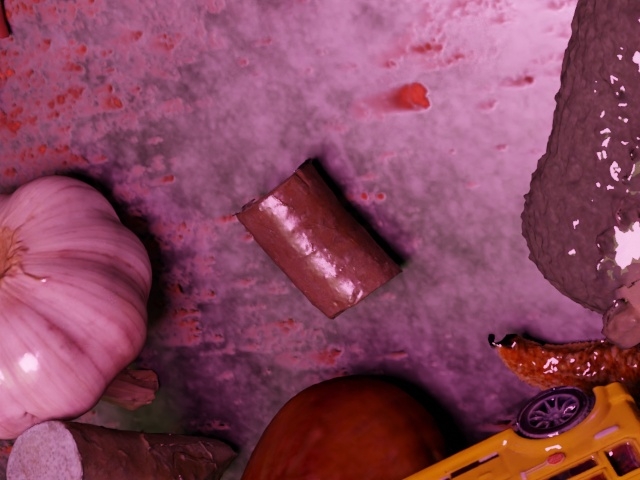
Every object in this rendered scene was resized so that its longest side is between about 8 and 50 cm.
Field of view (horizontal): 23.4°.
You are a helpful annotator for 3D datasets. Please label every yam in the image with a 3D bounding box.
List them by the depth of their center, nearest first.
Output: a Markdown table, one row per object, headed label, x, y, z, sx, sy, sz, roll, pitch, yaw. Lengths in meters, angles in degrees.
| label | x | y | z | sx | sy | sz | roll | pitch | yaw |
| --- | --- | --- | --- | --- | --- | --- | --- | --- | --- |
| yam | -0.003 | 0.002 | 1.290 | 0.084 | 0.084 | 0.127 | -38 | 91 | 34 |
| yam | -0.166 | 0.215 | 1.362 | 0.106 | 0.259 | 0.106 | -8 | 75 | 30 |

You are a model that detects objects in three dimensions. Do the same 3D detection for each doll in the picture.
| label | x | y | z | sx | sy | sz | roll | pitch | yaw |
| --- | --- | --- | --- | --- | --- | --- | --- | --- | --- |
| doll | 0.262 | -0.098 | 0.992 | 0.247 | 0.247 | 0.349 | 31 | 107 | 9 |

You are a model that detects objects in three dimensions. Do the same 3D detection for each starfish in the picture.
| label | x | y | z | sx | sy | sz | roll | pitch | yaw |
| --- | --- | --- | --- | --- | --- | --- | --- | --- | --- |
| starfish | 0.288 | 0.073 | 1.170 | 0.303 | 0.113 | 0.312 | 43 | 127 | 0 |

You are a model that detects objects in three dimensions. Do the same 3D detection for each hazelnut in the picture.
| label | x | y | z | sx | sy | sz | roll | pitch | yaw |
| --- | --- | --- | --- | --- | --- | --- | --- | --- | --- |
| hazelnut | 0.017 | 0.228 | 1.313 | 0.229 | 0.229 | 0.229 | 11 | 118 | 21 |

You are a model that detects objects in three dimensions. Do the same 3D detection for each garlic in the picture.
| label | x | y | z | sx | sy | sz | roll | pitch | yaw |
| --- | --- | --- | --- | --- | --- | --- | --- | --- | --- |
| garlic | -0.235 | 0.086 | 1.391 | 0.245 | 0.245 | 0.253 | -11 | 142 | 30 |

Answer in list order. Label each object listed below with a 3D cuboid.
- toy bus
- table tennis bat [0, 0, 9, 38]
| label | x | y | z | sx | sy | sz | roll | pitch | yaw |
| --- | --- | --- | --- | --- | --- | --- | --- | --- | --- |
| toy bus | 0.111 | 0.244 | 1.150 | 0.331 | 0.151 | 0.145 | -27 | 114 | 2 |
| table tennis bat | -0.296 | -0.250 | 1.343 | 0.098 | 0.019 | 0.154 | 2 | 112 | 25 |
